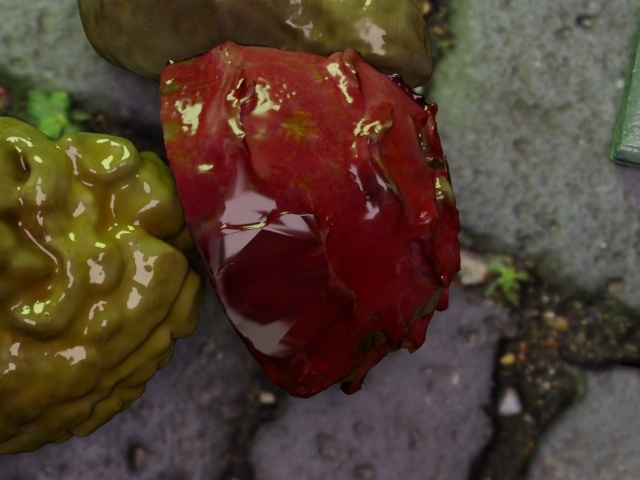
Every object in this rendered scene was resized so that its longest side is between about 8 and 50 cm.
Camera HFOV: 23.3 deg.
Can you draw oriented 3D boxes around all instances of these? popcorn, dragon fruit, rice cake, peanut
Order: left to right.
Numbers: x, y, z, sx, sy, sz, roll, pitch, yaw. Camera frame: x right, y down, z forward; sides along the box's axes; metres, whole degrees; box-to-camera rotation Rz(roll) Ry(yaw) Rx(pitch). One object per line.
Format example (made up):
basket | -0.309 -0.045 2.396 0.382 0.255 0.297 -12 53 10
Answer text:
popcorn | -0.186 0.026 0.985 0.226 0.203 0.200 -10 62 13
peanut | -0.045 -0.154 1.063 0.253 0.137 0.122 14 100 -4
dragon fruit | 0.000 0.000 0.999 0.189 0.163 0.262 -53 126 -44
rice cake | 0.247 -0.136 1.147 0.033 0.029 0.171 14 79 2
